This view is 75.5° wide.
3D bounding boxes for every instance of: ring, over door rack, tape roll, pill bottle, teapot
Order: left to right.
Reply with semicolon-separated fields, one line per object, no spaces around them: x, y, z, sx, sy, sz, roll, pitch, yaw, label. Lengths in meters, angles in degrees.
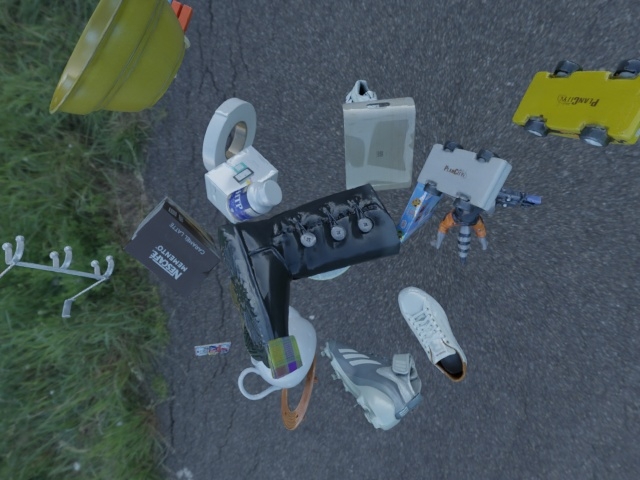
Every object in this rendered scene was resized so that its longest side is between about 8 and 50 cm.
-0.766;0.099;1.156;0.324;0.239;0.108;-34;54;31;over door rack
-0.440;-0.499;2.033;0.071;0.392;0.393;24;100;10;tape roll
-0.225;-0.138;1.408;0.186;0.112;0.112;-17;89;37;pill bottle
-0.147;0.350;1.349;0.186;0.256;0.253;26;123;-24;teapot
-0.074;0.500;1.486;0.032;0.336;0.337;17;99;-16;ring

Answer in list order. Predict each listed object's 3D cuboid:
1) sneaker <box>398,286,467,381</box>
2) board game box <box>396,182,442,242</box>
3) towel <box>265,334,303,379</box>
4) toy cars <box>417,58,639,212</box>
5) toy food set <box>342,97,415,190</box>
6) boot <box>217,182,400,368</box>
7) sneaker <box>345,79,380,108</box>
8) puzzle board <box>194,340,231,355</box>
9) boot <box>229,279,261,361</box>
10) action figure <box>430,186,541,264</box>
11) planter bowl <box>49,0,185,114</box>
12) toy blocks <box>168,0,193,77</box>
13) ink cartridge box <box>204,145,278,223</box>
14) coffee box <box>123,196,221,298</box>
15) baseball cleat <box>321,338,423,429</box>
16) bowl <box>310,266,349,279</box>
0.320;0.259;1.152;0.105;0.123;0.290;-37;88;14;sneaker
0.287;-0.108;1.128;0.039;0.160;0.212;41;144;19;board game box
-0.060;0.189;0.679;0.009;0.083;0.060;-21;79;26;towel
0.314;-0.141;0.642;0.393;0.087;0.177;-32;46;53;toy cars
0.184;-0.298;1.345;0.219;0.092;0.307;-5;123;0;toy food set
0.007;0.072;1.063;0.444;0.146;0.368;-16;81;-24;boot
0.202;-0.536;1.708;0.109;0.118;0.292;-17;67;-27;sneaker
-0.305;0.310;1.172;0.096;0.128;0.011;-4;66;-18;puzzle board
-0.205;0.215;1.222;0.089;0.269;0.237;-9;87;-17;boot
0.540;-0.087;1.375;0.340;0.179;0.331;10;136;14;action figure
-0.227;-0.225;0.495;0.217;0.090;0.218;-23;54;36;planter bowl
-0.238;-0.330;0.626;0.123;0.054;0.148;21;89;32;toy blocks
-0.365;-0.256;1.918;0.197;0.198;0.270;43;63;13;ink cartridge box
-0.290;0.002;0.824;0.098;0.246;0.141;-47;109;-5;coffee box
0.079;0.194;0.616;0.109;0.206;0.072;-29;115;-11;baseball cleat
0.000;0.000;1.697;0.288;0.156;0.290;-4;108;-11;bowl
